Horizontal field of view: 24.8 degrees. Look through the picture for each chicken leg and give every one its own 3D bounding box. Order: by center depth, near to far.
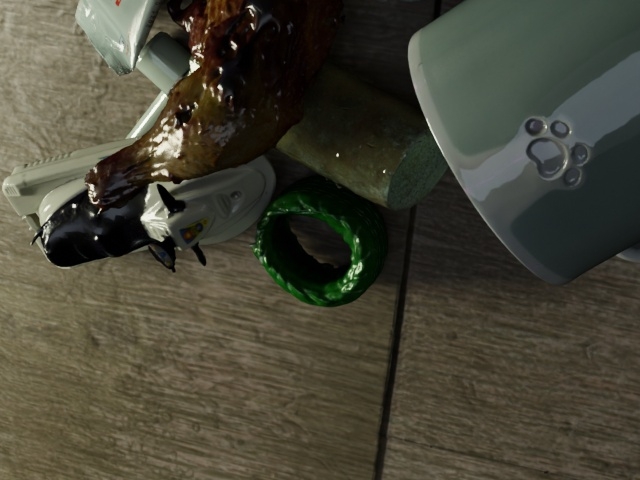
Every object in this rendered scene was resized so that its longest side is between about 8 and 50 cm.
[{"bbox_3d":[-0.095,-0.154,1.338,0.177,0.083,0.322,20,83,31],"label":"chicken leg"}]

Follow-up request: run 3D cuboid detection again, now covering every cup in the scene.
[{"bbox_3d":[0.287,-0.111,1.250,0.274,0.259,0.357,-32,129,23],"label":"cup"}]

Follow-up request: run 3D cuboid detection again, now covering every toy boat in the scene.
[{"bbox_3d":[-0.182,-0.032,1.449,0.269,0.141,0.140,-2,109,26],"label":"toy boat"}]

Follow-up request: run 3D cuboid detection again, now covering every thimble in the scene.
[{"bbox_3d":[0.000,0.000,1.438,0.130,0.090,0.118,11,110,11],"label":"thimble"}]

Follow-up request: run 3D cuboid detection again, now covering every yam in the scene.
[{"bbox_3d":[-0.002,-0.122,1.385,0.259,0.106,0.106,32,117,25],"label":"yam"}]

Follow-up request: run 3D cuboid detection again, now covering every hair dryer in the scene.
[{"bbox_3d":[-0.166,-0.136,1.464,0.082,0.047,0.137,41,122,-1],"label":"hair dryer"}]

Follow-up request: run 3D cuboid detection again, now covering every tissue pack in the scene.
[{"bbox_3d":[-0.177,-0.264,1.397,0.122,0.026,0.193,46,119,36],"label":"tissue pack"}]
